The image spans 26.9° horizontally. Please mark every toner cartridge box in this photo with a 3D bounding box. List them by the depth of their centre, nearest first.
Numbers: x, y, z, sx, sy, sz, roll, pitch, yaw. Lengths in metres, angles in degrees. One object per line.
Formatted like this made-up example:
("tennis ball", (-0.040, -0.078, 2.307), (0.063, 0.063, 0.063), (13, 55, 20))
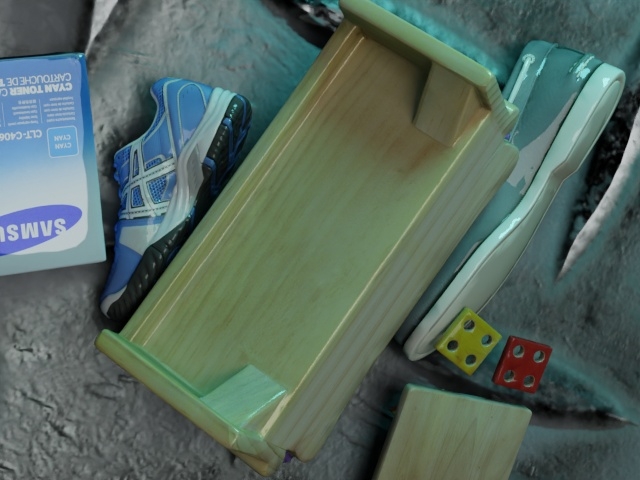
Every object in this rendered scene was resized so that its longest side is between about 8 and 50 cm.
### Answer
("toner cartridge box", (-0.342, -0.045, 0.987), (0.347, 0.075, 0.165), (-9, 102, -22))

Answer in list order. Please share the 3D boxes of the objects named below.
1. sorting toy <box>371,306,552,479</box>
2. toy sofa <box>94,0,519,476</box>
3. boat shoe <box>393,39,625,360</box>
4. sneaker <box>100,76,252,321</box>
("sorting toy", (0.112, 0.189, 1.226), (0.132, 0.046, 0.275), (13, 102, -25))
("toy sofa", (0.000, 0.000, 1.086), (0.362, 0.150, 0.177), (-55, 158, -3))
("boat shoe", (0.149, -0.039, 1.208), (0.099, 0.116, 0.319), (35, 90, 19))
("sneaker", (-0.132, -0.034, 1.090), (0.081, 0.080, 0.211), (27, 95, 11))
